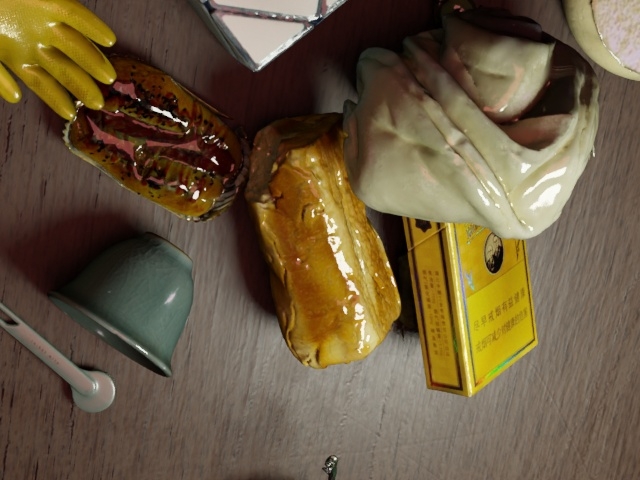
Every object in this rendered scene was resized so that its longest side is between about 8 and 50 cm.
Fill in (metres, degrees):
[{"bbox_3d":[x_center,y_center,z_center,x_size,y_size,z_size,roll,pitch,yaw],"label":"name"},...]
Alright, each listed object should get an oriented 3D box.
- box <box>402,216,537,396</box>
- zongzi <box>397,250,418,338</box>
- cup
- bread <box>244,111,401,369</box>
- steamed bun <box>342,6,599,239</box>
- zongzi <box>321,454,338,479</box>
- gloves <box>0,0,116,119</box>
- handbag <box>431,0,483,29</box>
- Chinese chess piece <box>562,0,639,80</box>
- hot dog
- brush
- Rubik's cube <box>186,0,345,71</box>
[{"bbox_3d":[0.216,0.044,1.733,0.192,0.084,0.302,-29,116,-45],"label":"box"},{"bbox_3d":[0.171,0.078,1.805,0.130,0.062,0.154,-20,123,-34],"label":"zongzi"},{"bbox_3d":[-0.245,0.070,1.636,0.199,0.199,0.150,39,74,-21],"label":"cup"},{"bbox_3d":[-0.004,-0.001,1.662,0.148,0.195,0.344,-7,110,25],"label":"bread"},{"bbox_3d":[0.208,-0.185,1.574,0.394,0.346,0.238,-20,141,-41],"label":"steamed bun"},{"bbox_3d":[0.027,0.526,1.837,0.418,0.181,0.447,17,97,-33],"label":"zongzi"},{"bbox_3d":[-0.378,-0.270,1.504,0.294,0.116,0.133,39,122,-13],"label":"gloves"},{"bbox_3d":[0.197,-0.301,1.700,0.072,0.047,0.111,-22,114,1],"label":"handbag"},{"bbox_3d":[0.478,-0.361,1.722,0.269,0.112,0.270,-4,107,-13],"label":"Chinese chess piece"},{"bbox_3d":[-0.218,-0.134,1.623,0.270,0.082,0.163,33,97,-21],"label":"hot dog"},{"bbox_3d":[-0.392,0.144,1.688,0.062,0.027,0.266,-46,107,1],"label":"brush"},{"bbox_3d":[-0.082,-0.360,1.528,0.205,0.205,0.207,-40,112,-1],"label":"Rubik's cube"}]
